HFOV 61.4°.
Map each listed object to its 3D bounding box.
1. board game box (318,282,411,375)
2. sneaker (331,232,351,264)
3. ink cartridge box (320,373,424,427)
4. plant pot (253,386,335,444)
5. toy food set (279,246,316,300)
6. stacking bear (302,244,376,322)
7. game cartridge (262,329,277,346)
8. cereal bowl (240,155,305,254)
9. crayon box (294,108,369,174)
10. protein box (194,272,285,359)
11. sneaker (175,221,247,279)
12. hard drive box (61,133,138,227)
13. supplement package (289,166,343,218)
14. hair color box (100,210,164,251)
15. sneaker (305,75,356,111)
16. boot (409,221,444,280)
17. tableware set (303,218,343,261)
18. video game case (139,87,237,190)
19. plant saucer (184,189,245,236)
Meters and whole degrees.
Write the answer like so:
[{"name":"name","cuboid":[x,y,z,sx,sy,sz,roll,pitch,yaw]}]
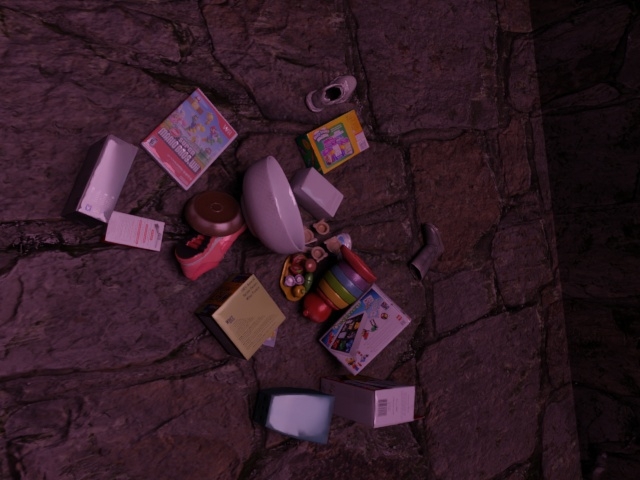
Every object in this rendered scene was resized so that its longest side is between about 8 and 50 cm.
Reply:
[{"name":"board game box","cuboid":[0.163,0.332,2.006,0.193,0.305,0.053,44,16,6]},{"name":"sneaker","cuboid":[0.088,0.091,2.119,0.086,0.085,0.238,-11,98,-12]},{"name":"ink cartridge box","cuboid":[0.193,0.588,2.020,0.271,0.309,0.130,7,83,-38]},{"name":"plant pot","cuboid":[-0.101,0.601,1.887,0.234,0.165,0.166,18,77,-29]},{"name":"toy food set","cuboid":[-0.071,0.116,1.990,0.128,0.071,0.218,21,75,-35]},{"name":"stacking bear","cuboid":[0.052,0.183,1.996,0.289,0.164,0.175,-44,152,5]},{"name":"game cartridge","cuboid":[-0.183,0.336,1.926,0.055,0.017,0.084,18,77,-32]},{"name":"cereal bowl","cuboid":[-0.174,-0.105,1.816,0.339,0.141,0.339,-19,90,-82]},{"name":"crayon box","cuboid":[0.050,-0.382,2.105,0.278,0.081,0.166,-35,108,-34]},{"name":"protein box","cuboid":[-0.265,0.248,1.790,0.200,0.135,0.201,-47,115,-29]},{"name":"sneaker","cuboid":[-0.352,0.012,1.776,0.314,0.115,0.136,-42,147,-41]},{"name":"hard drive box","cuboid":[-0.620,-0.163,1.509,0.089,0.181,0.232,26,73,-34]},{"name":"supplement package","cuboid":[-0.022,-0.175,2.023,0.179,0.105,0.105,40,65,-30]},{"name":"hair color box","cuboid":[-0.564,-0.026,1.625,0.167,0.053,0.093,15,78,-35]},{"name":"sneaker","cuboid":[0.070,-0.580,2.106,0.262,0.121,0.099,-39,112,-33]},{"name":"boot","cuboid":[0.461,0.046,2.419,0.208,0.076,0.190,-39,109,-25]},{"name":"tableware set","cuboid":[0.000,0.000,2.037,0.141,0.020,0.169,-32,79,-27]},{"name":"video game case","cuboid":[-0.424,-0.332,1.769,0.204,0.025,0.285,49,60,-25]},{"name":"plant saucer","cuboid":[-0.338,-0.098,1.742,0.198,0.036,0.199,10,48,-11]}]
